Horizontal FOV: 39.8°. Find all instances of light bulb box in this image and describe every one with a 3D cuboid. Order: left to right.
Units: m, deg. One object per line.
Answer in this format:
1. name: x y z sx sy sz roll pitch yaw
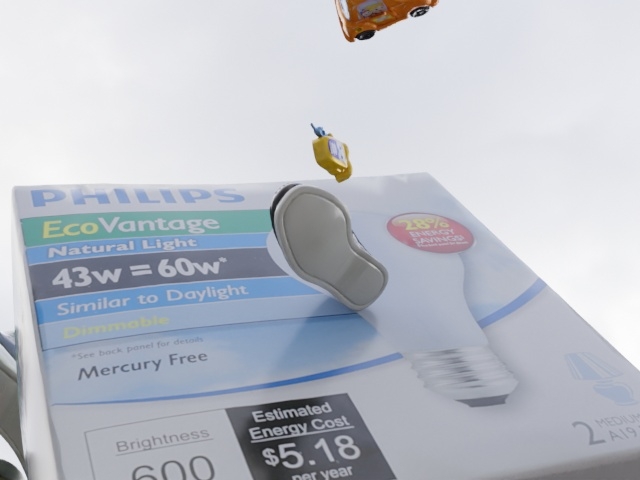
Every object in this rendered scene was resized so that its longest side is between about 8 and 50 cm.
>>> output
1. light bulb box: -0.016 0.127 0.611 0.358 0.361 0.225 -4 -59 -23

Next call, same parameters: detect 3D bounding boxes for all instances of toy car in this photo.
1. toy car: 0.027 -0.094 0.453 0.060 0.122 0.040 0 -9 25

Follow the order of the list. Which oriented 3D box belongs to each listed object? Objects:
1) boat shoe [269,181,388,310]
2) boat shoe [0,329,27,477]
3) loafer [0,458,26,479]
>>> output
1. boat shoe: 0.000 0.000 0.507 0.038 0.046 0.125 39 -1 36
2. boat shoe: -0.245 0.175 0.819 0.254 0.079 0.095 37 -70 22
3. loafer: -0.291 0.314 0.828 0.094 0.087 0.251 -14 -55 2
